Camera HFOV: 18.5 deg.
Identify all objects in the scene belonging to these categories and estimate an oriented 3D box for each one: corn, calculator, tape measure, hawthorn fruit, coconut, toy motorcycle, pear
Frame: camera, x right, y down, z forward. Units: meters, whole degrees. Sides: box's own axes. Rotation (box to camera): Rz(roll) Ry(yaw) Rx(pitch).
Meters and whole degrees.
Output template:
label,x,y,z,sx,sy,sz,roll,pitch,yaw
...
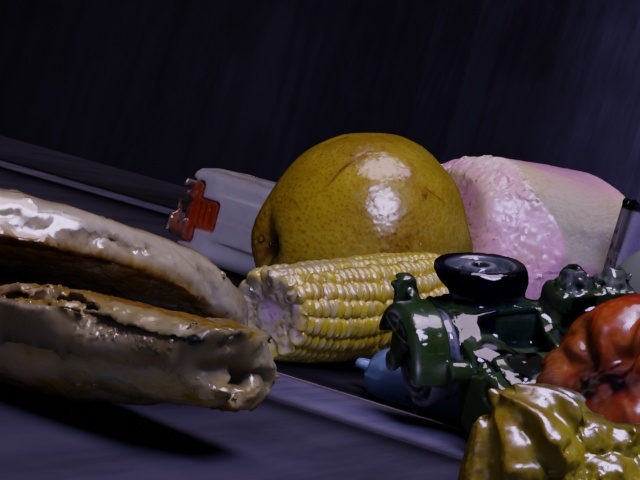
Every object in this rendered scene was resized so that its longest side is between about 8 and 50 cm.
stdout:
label,x,y,z,sx,sy,sz,roll,pitch,yaw
corn,0.032,0.058,1.695,0.244,0.093,0.093,-3,15,-45
calculator,0.128,0.126,1.582,0.210,0.039,0.121,15,3,14
tape measure,0.000,0.000,2.275,0.258,0.130,0.265,15,3,43
hawthorn fruit,0.215,0.122,1.216,0.173,0.173,0.179,16,-22,18
coconut,0.221,0.032,2.037,0.245,0.233,0.233,11,5,-34
toy motorcycle,0.170,0.093,1.438,0.205,0.127,0.275,-3,25,-19
pear,0.034,0.000,1.881,0.209,0.209,0.209,14,4,-1

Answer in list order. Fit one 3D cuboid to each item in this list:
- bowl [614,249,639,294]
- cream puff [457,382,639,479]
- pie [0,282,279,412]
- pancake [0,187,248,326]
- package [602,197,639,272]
label,x,y,z,sx,sy,sz,roll,pitch,yaw
bowl,0.396,0.092,1.704,0.354,0.185,0.354,22,6,-3
cream puff,0.131,0.132,0.955,0.146,0.116,0.146,11,3,-1
pie,-0.162,0.060,1.194,0.282,0.068,0.128,9,-7,30
pancake,-0.226,0.017,1.340,0.356,0.065,0.356,5,-11,1
package,0.323,0.067,1.935,0.062,0.204,0.251,18,4,37
